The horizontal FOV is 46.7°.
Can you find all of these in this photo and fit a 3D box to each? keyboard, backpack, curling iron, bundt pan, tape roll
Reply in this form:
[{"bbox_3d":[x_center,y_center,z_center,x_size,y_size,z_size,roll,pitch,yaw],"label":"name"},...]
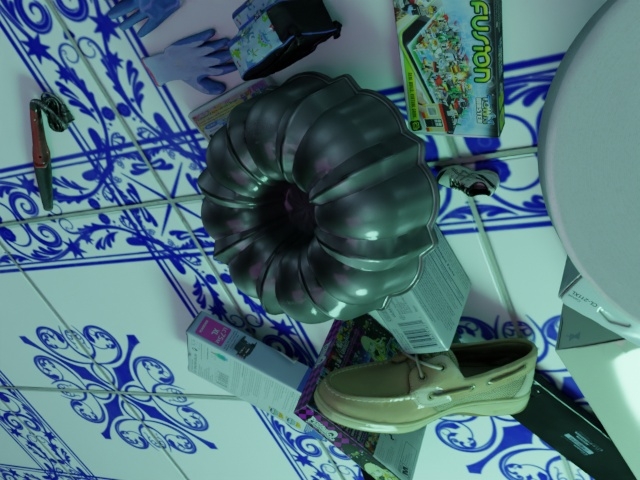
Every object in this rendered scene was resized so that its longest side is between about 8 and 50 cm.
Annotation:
[{"bbox_3d":[0.441,0.304,1.175,0.317,0.033,0.201,37,143,-9],"label":"keyboard"},{"bbox_3d":[-0.054,-0.247,0.879,0.114,0.105,0.084,-27,91,43],"label":"backpack"},{"bbox_3d":[-0.458,-0.137,1.246,0.068,0.035,0.274,29,137,1],"label":"curling iron"},{"bbox_3d":[-0.025,-0.038,0.926,0.331,0.124,0.330,14,116,31],"label":"bundt pan"},{"bbox_3d":[0.400,-0.086,0.678,0.392,0.072,0.391,3,105,10],"label":"tape roll"}]

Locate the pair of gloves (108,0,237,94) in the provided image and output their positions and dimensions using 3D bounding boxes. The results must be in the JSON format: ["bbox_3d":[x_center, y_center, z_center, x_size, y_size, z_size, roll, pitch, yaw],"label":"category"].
[{"bbox_3d":[-0.197,-0.276,0.984,0.159,0.023,0.198,-6,126,33],"label":"pair of gloves"}]

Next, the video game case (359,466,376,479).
[{"bbox_3d":[0.089,0.391,1.294,0.035,0.274,0.248,-21,125,-1],"label":"video game case"}]

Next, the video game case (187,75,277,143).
[{"bbox_3d":[-0.092,-0.150,1.049,0.157,0.019,0.143,-18,119,39],"label":"video game case"}]

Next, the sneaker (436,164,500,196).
[{"bbox_3d":[0.186,-0.074,0.954,0.083,0.037,0.031,5,133,27],"label":"sneaker"}]

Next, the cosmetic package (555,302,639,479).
[{"bbox_3d":[0.433,0.184,0.975,0.113,0.160,0.309,-17,121,38],"label":"cosmetic package"}]

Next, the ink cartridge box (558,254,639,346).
[{"bbox_3d":[0.357,0.020,0.847,0.128,0.175,0.072,29,137,0],"label":"ink cartridge box"}]

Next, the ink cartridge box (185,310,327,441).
[{"bbox_3d":[-0.102,0.257,1.376,0.311,0.065,0.185,28,149,8],"label":"ink cartridge box"}]

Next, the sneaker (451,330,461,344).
[{"bbox_3d":[0.140,0.133,1.157,0.166,0.065,0.076,46,139,-14],"label":"sneaker"}]

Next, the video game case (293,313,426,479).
[{"bbox_3d":[0.081,0.239,1.160,0.210,0.232,0.042,41,130,-12],"label":"video game case"}]

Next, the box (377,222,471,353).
[{"bbox_3d":[0.139,0.066,1.036,0.072,0.137,0.126,-13,122,37],"label":"box"}]

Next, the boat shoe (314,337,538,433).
[{"bbox_3d":[0.156,0.192,1.074,0.341,0.121,0.110,-2,118,-22],"label":"boat shoe"}]

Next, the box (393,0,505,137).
[{"bbox_3d":[0.148,-0.215,0.844,0.114,0.036,0.206,6,132,23],"label":"box"}]
